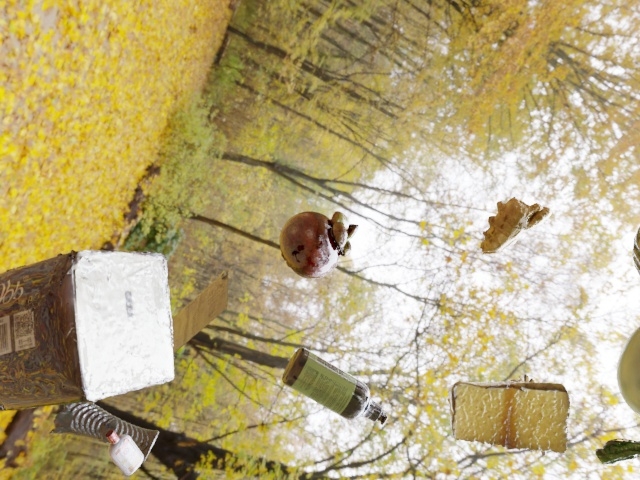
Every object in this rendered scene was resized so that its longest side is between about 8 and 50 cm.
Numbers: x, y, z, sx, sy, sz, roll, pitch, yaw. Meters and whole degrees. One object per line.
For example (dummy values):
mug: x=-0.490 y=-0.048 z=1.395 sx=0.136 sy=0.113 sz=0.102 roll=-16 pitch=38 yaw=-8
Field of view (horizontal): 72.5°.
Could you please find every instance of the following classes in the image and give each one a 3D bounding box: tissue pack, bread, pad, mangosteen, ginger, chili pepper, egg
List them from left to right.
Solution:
tissue pack: x=-0.419 y=0.143 z=0.656 sx=0.370 sy=0.198 sz=0.210 roll=-13 pitch=-105 yaw=20
pad: x=-0.334 y=0.198 z=1.145 sx=0.265 sy=0.009 sz=0.159 roll=-41 pitch=-148 yaw=15
mangosteen: x=0.000 y=0.000 z=1.369 sx=0.258 sy=0.215 sz=0.215 roll=-27 pitch=-154 yaw=5
bread: x=0.451 y=0.402 z=1.067 sx=0.142 sy=0.266 sz=0.178 roll=-71 pitch=157 yaw=-60
ginger: x=0.495 y=-0.040 z=1.156 sx=0.205 sy=0.115 sz=0.081 roll=-43 pitch=-137 yaw=29
chili pepper: x=0.767 y=0.521 z=1.050 sx=0.182 sy=0.050 sz=0.073 roll=-11 pitch=-127 yaw=50
egg: x=0.851 y=0.324 z=1.089 sx=0.183 sy=0.183 sz=0.264 roll=179 pitch=-77 yaw=-70

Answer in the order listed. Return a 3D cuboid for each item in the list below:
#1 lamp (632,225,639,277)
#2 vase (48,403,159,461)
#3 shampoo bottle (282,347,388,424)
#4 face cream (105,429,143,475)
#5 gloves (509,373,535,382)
lamp: x=0.643 y=0.030 z=0.669 sx=0.265 sy=0.233 sz=0.233 roll=-8 pitch=-124 yaw=38
vase: x=-0.535 y=0.475 z=1.103 sx=0.115 sy=0.237 sz=0.115 roll=-62 pitch=-172 yaw=15
shampoo bottle: x=0.046 y=0.379 z=1.099 sx=0.101 sy=0.284 sz=0.101 roll=-59 pitch=-177 yaw=4
face cream: x=-0.316 y=0.335 z=0.697 sx=0.021 sy=0.083 sz=0.040 roll=-2 pitch=-149 yaw=33
gloves: x=0.561 y=0.460 z=1.277 sx=0.144 sy=0.110 sz=0.094 roll=-45 pitch=-132 yaw=40
